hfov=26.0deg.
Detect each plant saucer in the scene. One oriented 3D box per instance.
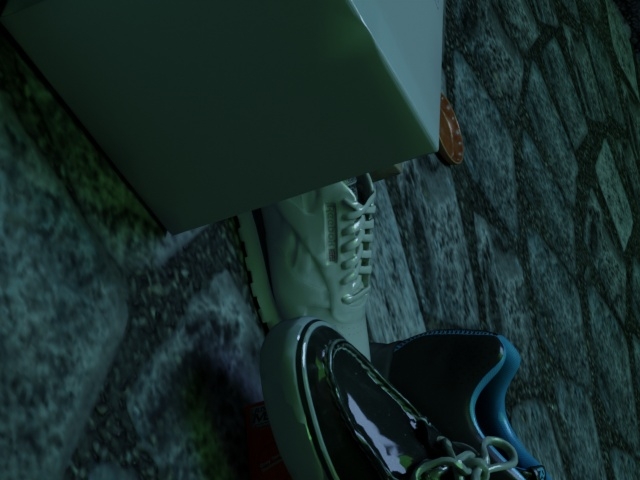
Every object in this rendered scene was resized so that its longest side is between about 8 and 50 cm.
[{"bbox_3d":[0.133,-0.121,1.505,0.083,0.013,0.083,45,36,-47],"label":"plant saucer"}]

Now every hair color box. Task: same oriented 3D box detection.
[{"bbox_3d":[-0.011,0.180,0.931,0.072,0.043,0.141,31,46,-55],"label":"hair color box"}]

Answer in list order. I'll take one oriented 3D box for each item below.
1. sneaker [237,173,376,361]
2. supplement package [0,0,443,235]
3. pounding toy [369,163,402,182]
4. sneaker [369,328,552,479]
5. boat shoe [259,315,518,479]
[{"bbox_3d":[0.000,0.000,1.019,0.235,0.095,0.090,72,21,-7],"label":"sneaker"},{"bbox_3d":[-0.046,-0.182,0.907,0.199,0.198,0.262,55,28,-37],"label":"supplement package"},{"bbox_3d":[0.021,-0.145,1.165,0.181,0.094,0.206,48,34,-44],"label":"pounding toy"},{"bbox_3d":[0.112,0.233,1.048,0.125,0.140,0.340,6,70,-67],"label":"sneaker"},{"bbox_3d":[0.073,0.173,0.913,0.306,0.105,0.113,61,33,-11],"label":"boat shoe"}]
